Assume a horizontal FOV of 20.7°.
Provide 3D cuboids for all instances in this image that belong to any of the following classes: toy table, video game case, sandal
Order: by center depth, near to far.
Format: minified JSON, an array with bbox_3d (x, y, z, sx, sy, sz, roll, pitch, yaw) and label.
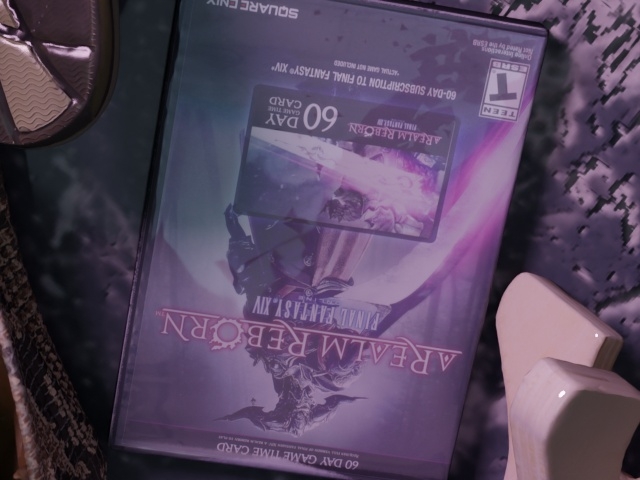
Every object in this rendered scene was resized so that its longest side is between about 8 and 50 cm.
[{"bbox_3d":[-0.136,-0.195,0.839,0.120,0.086,0.303,3,93,23],"label":"sandal"},{"bbox_3d":[0.151,0.148,0.911,0.252,0.274,0.161,37,106,28],"label":"toy table"},{"bbox_3d":[0.000,0.000,0.955,0.196,0.026,0.274,9,107,-7],"label":"video game case"}]

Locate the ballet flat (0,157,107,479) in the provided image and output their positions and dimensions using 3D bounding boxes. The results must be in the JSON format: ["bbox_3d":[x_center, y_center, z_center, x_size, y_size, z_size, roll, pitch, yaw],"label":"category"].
[{"bbox_3d":[-0.229,-0.008,0.851,0.164,0.182,0.483,-19,109,3],"label":"ballet flat"}]
